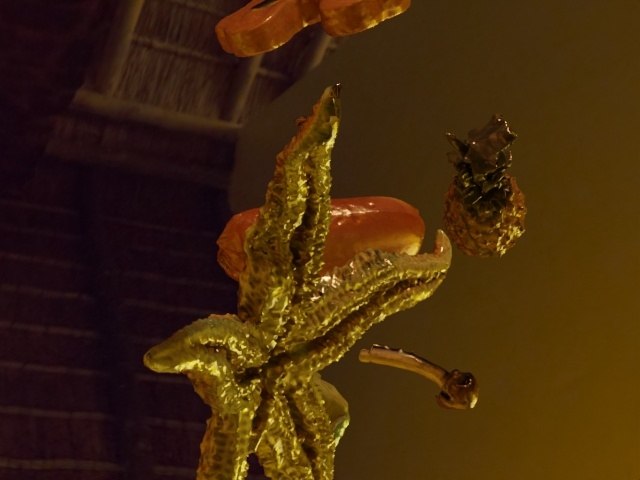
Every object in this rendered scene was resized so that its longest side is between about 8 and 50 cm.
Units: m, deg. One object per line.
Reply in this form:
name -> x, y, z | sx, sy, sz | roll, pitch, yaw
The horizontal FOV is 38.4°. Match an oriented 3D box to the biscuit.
biscuit -> 0.021, -0.276, 0.976 | 0.334, 0.202, 0.047 | -56, -46, -55

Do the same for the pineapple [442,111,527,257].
pineapple -> 0.225, -0.076, 1.263 | 0.128, 0.248, 0.128 | -5, -120, 8

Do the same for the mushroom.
mushroom -> 0.147, 0.199, 1.364 | 0.187, 0.061, 0.060 | 22, -123, 24

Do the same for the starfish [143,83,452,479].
starfish -> -0.035, 0.096, 0.591 | 0.078, 0.347, 0.358 | 23, -104, 25

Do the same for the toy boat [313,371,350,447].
toy boat -> -0.084, 0.198, 1.278 | 0.084, 0.276, 0.111 | 13, -77, -49

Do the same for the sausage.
sausage -> 0.000, 0.000, 0.847 | 0.197, 0.076, 0.076 | -5, -99, -21
